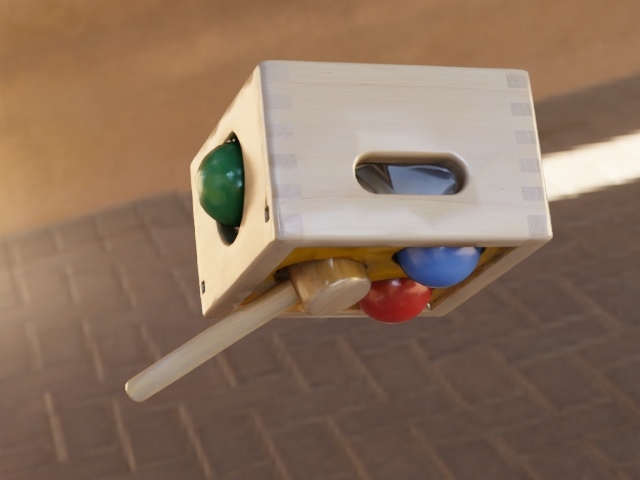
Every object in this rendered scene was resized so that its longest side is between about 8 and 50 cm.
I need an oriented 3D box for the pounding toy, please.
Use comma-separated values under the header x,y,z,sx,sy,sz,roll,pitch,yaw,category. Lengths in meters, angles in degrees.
x,y,z,sx,sy,sz,roll,pitch,yaw,category
0.000,0.000,0.636,0.141,0.100,0.130,0,-18,-19,pounding toy
